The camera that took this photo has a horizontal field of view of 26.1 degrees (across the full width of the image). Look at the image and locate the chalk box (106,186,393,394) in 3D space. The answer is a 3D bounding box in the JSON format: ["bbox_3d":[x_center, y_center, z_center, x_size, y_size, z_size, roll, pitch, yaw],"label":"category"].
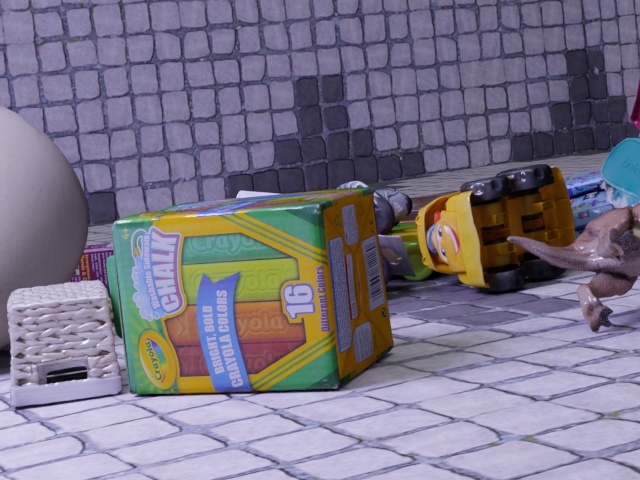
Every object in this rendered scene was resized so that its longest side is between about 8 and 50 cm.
[{"bbox_3d":[-0.096,0.051,1.399,0.288,0.180,0.179,-5,6,20],"label":"chalk box"}]

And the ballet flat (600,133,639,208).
[{"bbox_3d":[0.481,-0.032,1.725,0.147,0.147,0.409,-7,21,-6],"label":"ballet flat"}]

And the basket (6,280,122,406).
[{"bbox_3d":[-0.270,0.103,1.439,0.113,0.103,0.167,-7,5,-11],"label":"basket"}]

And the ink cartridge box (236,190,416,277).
[{"bbox_3d":[0.012,-0.008,1.864,0.224,0.056,0.181,3,-17,12],"label":"ink cartridge box"}]

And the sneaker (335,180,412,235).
[{"bbox_3d":[0.084,-0.048,1.965,0.132,0.086,0.228,-7,7,-23],"label":"sneaker"}]

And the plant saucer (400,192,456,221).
[{"bbox_3d":[0.236,-0.056,2.700,0.310,0.050,0.310,-6,5,1],"label":"plant saucer"}]

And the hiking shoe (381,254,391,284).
[{"bbox_3d":[-0.014,0.041,1.842,0.226,0.086,0.114,-6,9,11],"label":"hiking shoe"}]

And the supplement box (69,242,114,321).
[{"bbox_3d":[-0.317,0.060,1.899,0.188,0.104,0.081,-6,6,-1],"label":"supplement box"}]

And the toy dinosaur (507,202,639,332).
[{"bbox_3d":[0.351,-0.006,1.476,0.295,0.127,0.200,-9,25,9],"label":"toy dinosaur"}]

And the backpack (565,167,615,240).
[{"bbox_3d":[0.399,-0.035,1.968,0.158,0.117,0.173,-12,8,29],"label":"backpack"}]

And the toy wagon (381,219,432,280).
[{"bbox_3d":[0.134,0.011,2.068,0.344,0.068,0.267,-6,6,9],"label":"toy wagon"}]

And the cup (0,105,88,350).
[{"bbox_3d":[-0.454,0.025,1.613,0.331,0.331,0.237,-6,32,5],"label":"cup"}]

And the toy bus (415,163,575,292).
[{"bbox_3d":[0.204,-0.014,1.853,0.211,0.150,0.220,-4,8,42],"label":"toy bus"}]

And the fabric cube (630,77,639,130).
[{"bbox_3d":[0.595,-0.185,1.819,0.258,0.254,0.259,-37,-14,-1],"label":"fabric cube"}]
